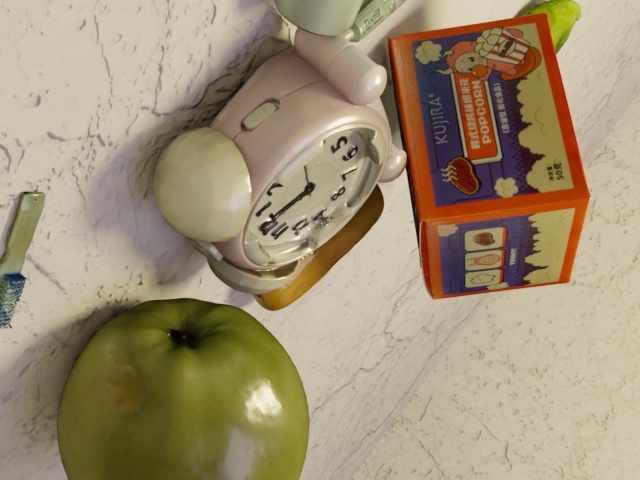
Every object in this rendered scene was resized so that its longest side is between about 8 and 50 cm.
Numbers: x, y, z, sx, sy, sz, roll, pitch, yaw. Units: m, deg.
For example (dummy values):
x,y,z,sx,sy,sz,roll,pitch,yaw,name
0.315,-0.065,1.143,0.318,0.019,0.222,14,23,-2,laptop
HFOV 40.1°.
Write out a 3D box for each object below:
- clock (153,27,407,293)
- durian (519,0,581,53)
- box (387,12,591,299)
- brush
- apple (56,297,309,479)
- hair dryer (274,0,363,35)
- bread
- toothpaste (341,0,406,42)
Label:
x,y,z,sx,sy,sz,roll,pitch,yaw,name
-0.054,-0.095,1.199,0.326,0.184,0.342,-47,151,-8,clock
0.442,-0.402,1.806,0.250,0.101,0.139,-51,157,-9,durian
0.265,-0.126,1.438,0.318,0.256,0.349,67,16,-64,box
-0.344,0.026,0.989,0.033,0.030,0.179,-2,124,-50,brush
-0.183,0.255,1.215,0.357,0.357,0.357,-42,154,-27,apple
0.078,-0.409,1.133,0.357,0.107,0.173,-48,171,-45,hair dryer
0.000,0.000,1.532,0.305,0.091,0.142,-43,160,-23,bread
0.092,-0.352,1.299,0.218,0.041,0.064,-45,149,-30,toothpaste
